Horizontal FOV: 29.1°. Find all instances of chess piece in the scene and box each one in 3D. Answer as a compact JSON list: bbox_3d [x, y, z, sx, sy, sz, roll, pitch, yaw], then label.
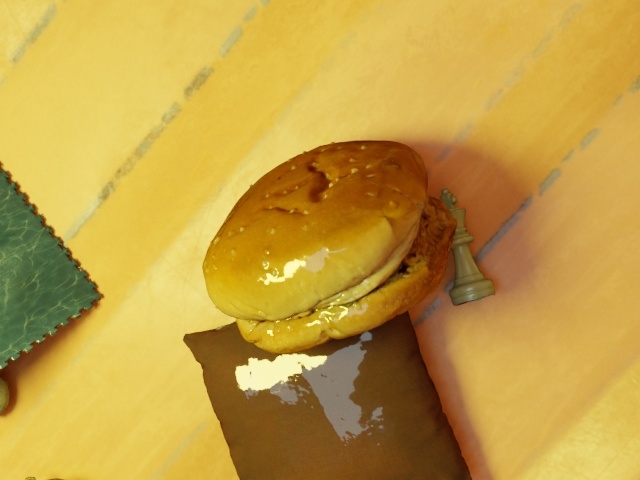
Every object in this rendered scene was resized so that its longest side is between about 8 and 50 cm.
[{"bbox_3d":[0.178,0.005,1.569,0.059,0.059,0.149,-15,85,15],"label":"chess piece"}]

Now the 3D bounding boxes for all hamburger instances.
[{"bbox_3d":[0.000,0.000,1.506,0.314,0.290,0.170,-19,117,19],"label":"hamburger"}]

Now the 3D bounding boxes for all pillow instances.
[{"bbox_3d":[0.005,0.219,1.597,0.308,0.108,0.305,-19,92,15],"label":"pillow"}]

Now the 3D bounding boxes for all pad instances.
[{"bbox_3d":[-0.479,0.050,1.677,0.270,0.012,0.269,-38,84,-26],"label":"pad"}]

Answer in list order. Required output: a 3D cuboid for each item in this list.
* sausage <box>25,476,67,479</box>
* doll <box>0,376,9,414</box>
[{"bbox_3d":[-0.295,0.459,1.677,0.347,0.123,0.123,45,102,9],"label":"sausage"},{"bbox_3d":[-0.584,0.169,1.733,0.259,0.154,0.228,-7,95,21],"label":"doll"}]
